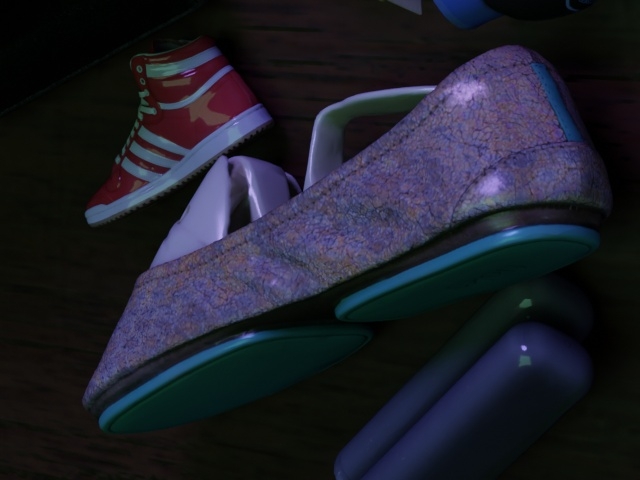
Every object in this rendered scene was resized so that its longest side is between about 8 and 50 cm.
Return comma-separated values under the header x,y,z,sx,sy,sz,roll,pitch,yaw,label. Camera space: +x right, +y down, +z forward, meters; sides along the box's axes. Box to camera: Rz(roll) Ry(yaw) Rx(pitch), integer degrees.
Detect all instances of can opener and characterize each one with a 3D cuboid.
x,y,z,sx,sy,sz,roll,pitch,yaw,label
0.045,0.124,0.892,0.093,0.074,0.280,25,127,-14,can opener

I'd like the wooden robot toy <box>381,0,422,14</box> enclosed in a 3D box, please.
x,y,z,sx,sy,sz,roll,pitch,yaw,label
0.002,-0.172,0.808,0.173,0.076,0.079,45,112,32,wooden robot toy

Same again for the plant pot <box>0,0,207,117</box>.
x,y,z,sx,sy,sz,roll,pitch,yaw,label
-0.193,-0.164,0.878,0.188,0.187,0.167,-21,75,38,plant pot

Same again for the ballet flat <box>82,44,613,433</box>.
x,y,z,sx,sy,sz,roll,pitch,yaw,label
0.000,0.000,0.859,0.316,0.107,0.106,-25,69,38,ballet flat

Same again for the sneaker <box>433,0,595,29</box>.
x,y,z,sx,sy,sz,roll,pitch,yaw,label
0.068,-0.202,0.751,0.090,0.081,0.232,-9,107,34,sneaker

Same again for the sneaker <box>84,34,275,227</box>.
x,y,z,sx,sy,sz,roll,pitch,yaw,label
-0.082,-0.056,0.922,0.118,0.042,0.067,-31,91,30,sneaker
